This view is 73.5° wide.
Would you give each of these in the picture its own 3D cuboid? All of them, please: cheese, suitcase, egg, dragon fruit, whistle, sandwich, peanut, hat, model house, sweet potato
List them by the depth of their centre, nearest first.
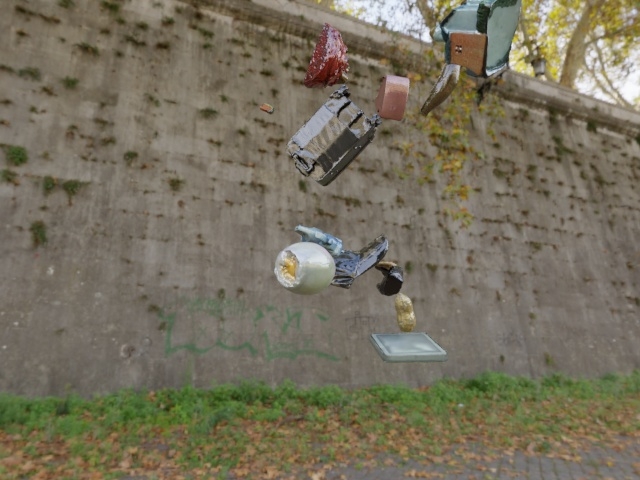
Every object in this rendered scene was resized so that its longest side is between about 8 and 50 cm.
[{"bbox_3d":[-0.041,0.096,1.474,0.183,0.183,0.217,-9,-6,36],"label":"egg"},{"bbox_3d":[0.526,-0.747,1.537,0.184,0.253,0.291,-35,46,-29],"label":"model house"},{"bbox_3d":[0.327,0.282,1.659,0.080,0.174,0.080,-13,22,6],"label":"peanut"},{"bbox_3d":[0.529,-0.660,1.841,0.085,0.286,0.112,26,9,-9],"label":"sweet potato"},{"bbox_3d":[0.000,0.000,1.998,0.269,0.093,0.180,25,-16,-20],"label":"whistle"},{"bbox_3d":[0.050,-0.480,2.022,0.434,0.283,0.194,-46,-11,5],"label":"suitcase"},{"bbox_3d":[0.334,-0.656,2.062,0.128,0.177,0.203,9,-22,-7],"label":"cheese"},{"bbox_3d":[0.076,-0.856,2.066,0.205,0.317,0.152,13,10,-42],"label":"dragon fruit"},{"bbox_3d":[-0.279,-0.687,2.237,0.101,0.026,0.069,34,43,25],"label":"sandwich"},{"bbox_3d":[0.171,0.076,2.338,0.257,0.381,0.366,31,8,-10],"label":"hat"}]

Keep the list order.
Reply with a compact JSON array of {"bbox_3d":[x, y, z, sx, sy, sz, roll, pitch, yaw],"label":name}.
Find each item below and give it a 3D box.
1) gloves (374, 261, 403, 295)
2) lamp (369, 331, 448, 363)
[{"bbox_3d":[0.375,0.213,2.407,0.152,0.197,0.301,17,17,-22],"label":"gloves"},{"bbox_3d":[0.359,0.443,1.788,0.266,0.047,0.269,2,6,-7],"label":"lamp"}]
